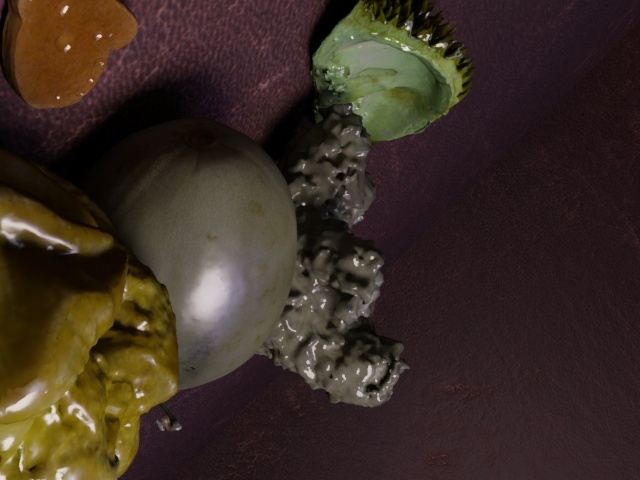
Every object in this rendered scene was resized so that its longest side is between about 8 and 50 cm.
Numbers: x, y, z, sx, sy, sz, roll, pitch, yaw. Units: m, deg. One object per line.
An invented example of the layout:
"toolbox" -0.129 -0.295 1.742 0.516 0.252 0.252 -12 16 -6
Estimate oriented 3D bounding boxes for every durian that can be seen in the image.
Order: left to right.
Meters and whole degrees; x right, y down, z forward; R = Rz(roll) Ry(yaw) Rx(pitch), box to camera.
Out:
"durian" 0.092 -0.215 0.975 0.198 0.163 0.394 -38 170 -16

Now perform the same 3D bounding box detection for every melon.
"melon" -0.152 0.019 0.756 0.308 0.272 0.272 -41 168 26

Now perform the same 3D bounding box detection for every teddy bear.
"teddy bear" 0.000 0.000 0.967 0.357 0.224 0.368 24 -89 62

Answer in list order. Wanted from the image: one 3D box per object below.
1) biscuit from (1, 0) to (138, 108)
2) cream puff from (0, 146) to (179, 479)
"biscuit" -0.201 -0.168 0.564 0.118 0.023 0.140 -30 159 -45
"cream puff" -0.241 0.039 0.501 0.270 0.323 0.274 -49 -179 -40
